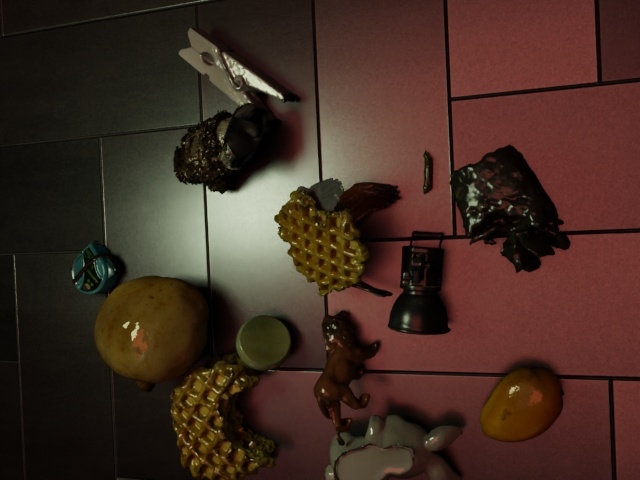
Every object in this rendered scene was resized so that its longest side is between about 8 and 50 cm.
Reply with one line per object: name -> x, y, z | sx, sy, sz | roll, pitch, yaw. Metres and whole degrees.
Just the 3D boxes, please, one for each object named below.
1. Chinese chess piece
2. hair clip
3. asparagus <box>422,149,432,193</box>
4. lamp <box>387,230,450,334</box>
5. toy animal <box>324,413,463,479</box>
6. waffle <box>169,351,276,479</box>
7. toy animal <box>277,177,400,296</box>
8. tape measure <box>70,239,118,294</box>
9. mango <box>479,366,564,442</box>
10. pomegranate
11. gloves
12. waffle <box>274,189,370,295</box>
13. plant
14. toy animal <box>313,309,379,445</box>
Chinese chess piece -> -0.146, 0.264, 1.624 | 0.144, 0.058, 0.144 | 5, 64, -11
hair clip -> -0.221, -0.428, 1.648 | 0.331, 0.085, 0.101 | 39, 121, 11
asparagus -> 0.260, -0.167, 1.532 | 0.021, 0.025, 0.108 | 1, 92, 28
lamp -> 0.233, 0.096, 1.474 | 0.147, 0.172, 0.227 | 3, 94, 19
toy animal -> 0.173, 0.521, 1.515 | 0.326, 0.154, 0.208 | 3, 99, 13
waffle -> -0.254, 0.467, 1.656 | 0.261, 0.151, 0.324 | -11, 87, 15
toy animal -> 0.036, -0.003, 1.561 | 0.302, 0.225, 0.284 | -4, 92, 40
tape measure -> -0.644, 0.089, 1.802 | 0.146, 0.081, 0.125 | -43, 76, 15
mango -> 0.456, 0.382, 1.446 | 0.145, 0.112, 0.219 | 46, 115, 11
pomegranate -> -0.430, 0.225, 1.645 | 0.308, 0.307, 0.307 | 1, 92, 18
gloves -> -0.261, -0.231, 1.625 | 0.312, 0.135, 0.210 | -3, 84, 48
waffle -> -0.002, 0.001, 1.465 | 0.291, 0.051, 0.291 | 30, 136, 33
plant -> 0.416, -0.059, 1.405 | 0.188, 0.199, 0.276 | -32, 78, 22
toy animal -> 0.045, 0.313, 1.528 | 0.158, 0.312, 0.097 | 29, 141, -15
